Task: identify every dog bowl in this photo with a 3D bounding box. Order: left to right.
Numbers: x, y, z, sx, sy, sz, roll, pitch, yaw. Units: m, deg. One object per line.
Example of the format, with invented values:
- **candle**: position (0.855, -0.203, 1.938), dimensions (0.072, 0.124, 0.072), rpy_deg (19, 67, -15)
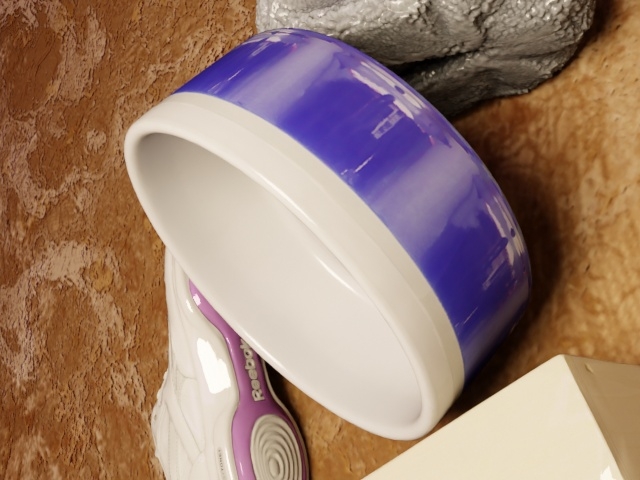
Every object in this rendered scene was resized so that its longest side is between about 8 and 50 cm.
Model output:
- **dog bowl**: position (0.000, 0.000, 0.570), dimensions (0.104, 0.265, 0.265), rpy_deg (-44, 37, -22)

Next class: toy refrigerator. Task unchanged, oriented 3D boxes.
- **toy refrigerator**: position (0.090, 0.173, 0.551), dimensions (0.269, 0.102, 0.094), rpy_deg (-43, 52, 33)

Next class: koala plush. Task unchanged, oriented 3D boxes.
- **koala plush**: position (0.083, -0.221, 0.609), dimensions (0.203, 0.196, 0.221), rpy_deg (-10, 72, 33)

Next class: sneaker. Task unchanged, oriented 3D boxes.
- **sneaker**: position (-0.107, 0.112, 0.767), dimensions (0.152, 0.114, 0.305), rpy_deg (-30, 60, 38)
